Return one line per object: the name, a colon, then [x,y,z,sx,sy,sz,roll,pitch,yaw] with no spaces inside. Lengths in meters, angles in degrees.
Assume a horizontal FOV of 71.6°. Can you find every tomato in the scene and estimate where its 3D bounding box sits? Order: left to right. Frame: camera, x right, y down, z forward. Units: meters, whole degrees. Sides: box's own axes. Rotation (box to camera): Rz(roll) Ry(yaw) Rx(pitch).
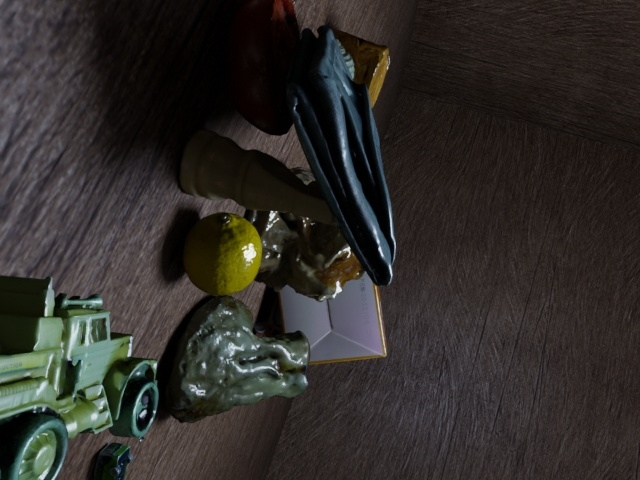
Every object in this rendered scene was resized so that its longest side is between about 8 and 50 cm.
tomato: [-0.074,-0.222,0.565,0.174,0.082,0.166,-69,159,-70]

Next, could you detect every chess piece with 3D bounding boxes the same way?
chess piece: [-0.067,-0.070,0.555,0.090,0.200,0.090,19,90,-82]

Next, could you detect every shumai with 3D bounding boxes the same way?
shumai: [-0.128,0.218,0.773,0.272,0.204,0.222,-35,141,-70]
shumai: [0.000,0.000,0.947,0.314,0.262,0.267,80,29,-76]

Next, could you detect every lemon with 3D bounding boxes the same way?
lemon: [-0.135,0.017,0.612,0.109,0.109,0.133,-62,163,-50]

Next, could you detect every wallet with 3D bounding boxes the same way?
wallet: [0.037,-0.132,0.553,0.342,0.075,0.237,-89,157,-58]

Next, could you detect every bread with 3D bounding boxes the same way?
bread: [0.071,-0.378,1.002,0.143,0.149,0.158,-43,150,-67]

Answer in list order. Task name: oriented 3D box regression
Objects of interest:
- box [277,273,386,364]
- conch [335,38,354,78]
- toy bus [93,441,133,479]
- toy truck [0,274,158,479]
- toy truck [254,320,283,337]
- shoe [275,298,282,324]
box: [0.035,0.172,1.214,0.214,0.260,0.283,21,61,-79]
conch: [-0.004,-0.302,0.824,0.153,0.102,0.135,-39,-155,33]
toy bus: [-0.271,0.303,0.573,0.031,0.037,0.083,-36,142,-75]
toy truck: [-0.202,0.082,0.291,0.259,0.128,0.135,69,26,-76]
toy truck: [-0.154,0.305,1.142,0.192,0.092,0.083,-64,168,-45]
shoe: [-0.088,0.184,1.378,0.079,0.078,0.195,-53,155,-68]
